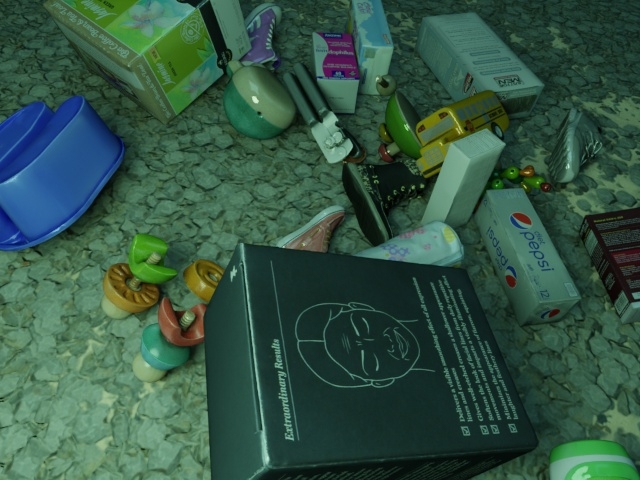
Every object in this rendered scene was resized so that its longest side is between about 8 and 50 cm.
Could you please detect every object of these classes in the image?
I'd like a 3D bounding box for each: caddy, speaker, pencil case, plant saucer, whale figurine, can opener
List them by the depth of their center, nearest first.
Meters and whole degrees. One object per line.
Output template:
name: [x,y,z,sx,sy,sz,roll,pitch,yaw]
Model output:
speaker: [0.412,0.446,0.716,0.131,0.131,0.296,5,52,-3]
pencil case: [0.144,0.052,0.988,0.273,0.124,0.113,-21,100,-24]
caddy: [-0.545,-0.132,1.020,0.241,0.179,0.341,0,48,24]
can opener: [-0.001,-0.304,1.240,0.280,0.074,0.093,60,24,14]
plant saucer: [0.071,-0.215,1.256,0.084,0.013,0.083,3,52,-4]
whale figurine: [-0.158,-0.349,1.268,0.216,0.141,0.272,37,24,-26]

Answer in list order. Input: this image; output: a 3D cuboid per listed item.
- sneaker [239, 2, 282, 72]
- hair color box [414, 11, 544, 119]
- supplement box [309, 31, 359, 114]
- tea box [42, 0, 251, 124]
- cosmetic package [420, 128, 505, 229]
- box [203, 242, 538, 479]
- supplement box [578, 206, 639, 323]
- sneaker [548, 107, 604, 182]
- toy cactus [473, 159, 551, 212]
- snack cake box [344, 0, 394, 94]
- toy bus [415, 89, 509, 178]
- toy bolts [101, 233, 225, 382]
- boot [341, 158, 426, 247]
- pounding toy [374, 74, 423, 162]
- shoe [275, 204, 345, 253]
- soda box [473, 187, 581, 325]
sneaker: [-0.157,-0.549,1.442,0.161,0.102,0.282,30,65,11]
hair color box: [0.439,-0.499,1.458,0.186,0.113,0.374,-12,54,-15]
supplement box: [0.033,-0.451,1.373,0.111,0.114,0.220,-1,51,-6]
tea box: [-0.414,-0.526,1.263,0.329,0.220,0.323,36,75,20]
cosmetic package: [0.288,-0.112,1.059,0.099,0.239,0.060,-23,58,-23]
box: [0.051,0.197,0.744,0.396,0.212,0.293,8,49,-25]
supplement box: [0.657,0.047,1.072,0.130,0.073,0.239,-9,53,5]
sneaker: [0.660,-0.239,1.288,0.115,0.105,0.281,24,53,11]
toy cactus: [0.410,-0.148,1.201,0.219,0.112,0.180,-4,28,11]
snack cake box: [0.129,-0.553,1.437,0.089,0.152,0.264,0,52,-7]
toy bus: [0.328,-0.253,1.191,0.333,0.108,0.130,-31,93,-46]
toy bolts: [-0.267,0.135,0.902,0.218,0.158,0.228,23,26,-42]
boot: [0.162,-0.093,1.129,0.179,0.085,0.236,-10,54,-17]
pounding toy: [0.175,-0.279,1.250,0.236,0.110,0.183,57,26,-7]
shoe: [0.000,0.000,1.054,0.178,0.063,0.081,-34,64,-22]
soda box: [0.416,0.028,1.057,0.091,0.098,0.286,-5,53,-9]
